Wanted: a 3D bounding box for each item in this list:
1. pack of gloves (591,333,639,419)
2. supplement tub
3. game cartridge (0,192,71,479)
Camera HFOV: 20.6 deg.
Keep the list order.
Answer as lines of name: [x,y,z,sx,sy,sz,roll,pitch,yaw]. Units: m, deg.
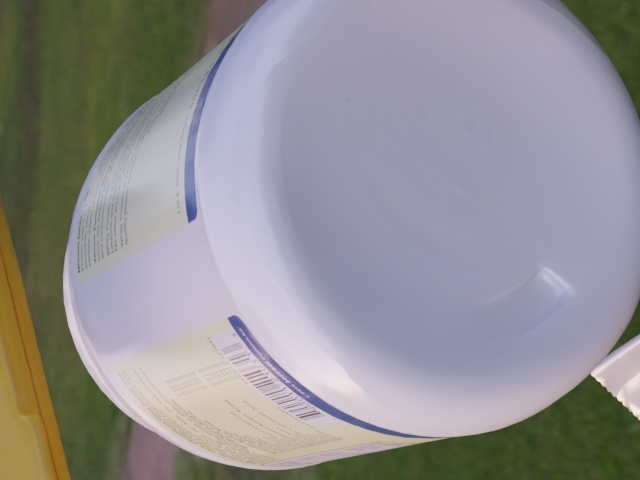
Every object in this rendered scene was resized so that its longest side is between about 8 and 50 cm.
pack of gloves: [0.330,0.069,1.186,0.232,0.195,0.046,-42,19,23]
supplement tub: [0.000,0.000,0.946,0.325,0.235,0.235,155,120,-64]
game cartridge: [-0.283,0.130,0.960,0.052,0.285,0.323,63,-175,-54]
